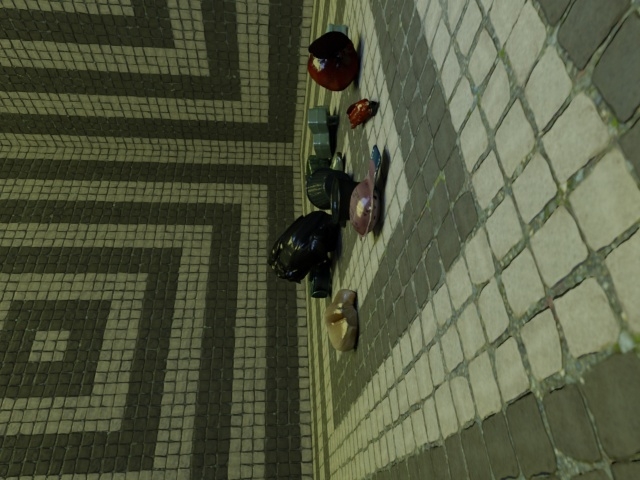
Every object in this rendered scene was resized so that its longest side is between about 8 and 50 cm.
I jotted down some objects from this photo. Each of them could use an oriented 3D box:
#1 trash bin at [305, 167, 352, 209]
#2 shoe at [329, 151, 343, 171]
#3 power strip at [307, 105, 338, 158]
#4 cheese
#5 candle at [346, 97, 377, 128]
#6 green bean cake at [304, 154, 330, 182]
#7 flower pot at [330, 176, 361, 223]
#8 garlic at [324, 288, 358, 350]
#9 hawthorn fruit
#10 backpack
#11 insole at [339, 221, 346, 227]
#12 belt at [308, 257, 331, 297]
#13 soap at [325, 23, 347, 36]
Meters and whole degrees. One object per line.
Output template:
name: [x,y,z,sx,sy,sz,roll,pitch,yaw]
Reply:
trash bin: [0.047,-0.210,1.739,0.161,0.175,0.176,-177,88,-71]
shoe: [0.044,-0.263,1.942,0.103,0.098,0.275,-103,20,-53]
power strip: [0.027,-0.547,2.148,0.261,0.141,0.230,58,-149,-76]
cheese: [0.135,-0.130,1.273,0.189,0.074,0.286,-100,16,-55]
candle: [0.128,-0.417,1.418,0.301,0.059,0.084,-140,41,-81]
green bean cake: [-0.012,-0.323,2.351,0.222,0.124,0.227,143,126,-79]
flower pot: [0.097,-0.132,1.467,0.157,0.106,0.158,180,90,-80]
garlic: [0.073,0.305,1.651,0.228,0.110,0.217,107,159,-67]
hawthorn fruit: [0.044,-0.638,1.623,0.251,0.189,0.190,110,159,-82]
backpack: [-0.067,0.019,2.116,0.363,0.255,0.446,-54,2,-22]
insole: [0.086,-0.146,1.959,0.309,0.012,0.110,-104,19,-65]
belt: [-0.009,0.197,2.306,0.267,0.116,0.207,-99,16,-67]
soap: [0.062,-0.774,1.881,0.145,0.091,0.231,126,145,-79]
